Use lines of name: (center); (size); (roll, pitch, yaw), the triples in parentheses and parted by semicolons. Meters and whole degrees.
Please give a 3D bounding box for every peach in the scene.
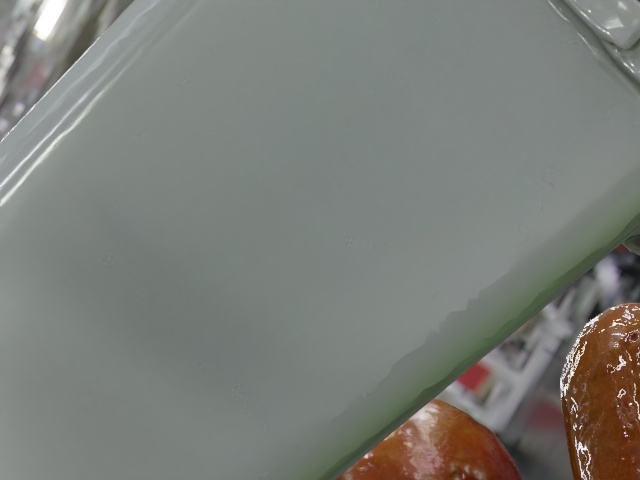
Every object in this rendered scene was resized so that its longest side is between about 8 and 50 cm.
peach: (0.109, 0.278, 1.881); (0.243, 0.243, 0.199); (-60, -2, -46)

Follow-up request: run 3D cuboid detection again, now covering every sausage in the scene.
sausage: (0.294, 0.181, 1.529); (0.141, 0.153, 0.268); (126, 136, -69)

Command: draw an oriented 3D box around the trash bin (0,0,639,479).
trash bin: (0.000, 0.000, 0.765); (0.367, 0.296, 0.256); (-43, 2, -9)
